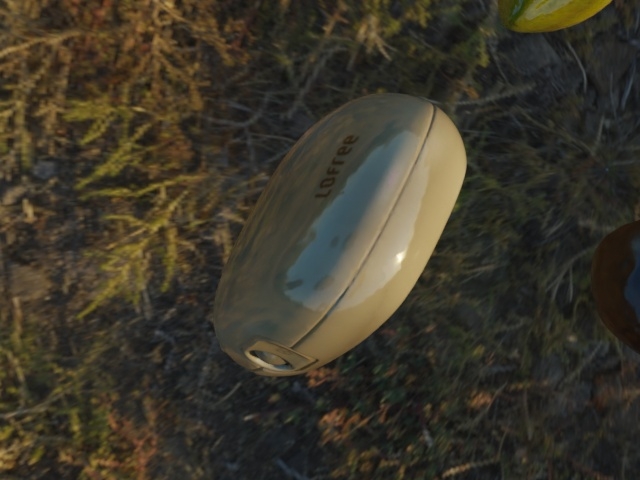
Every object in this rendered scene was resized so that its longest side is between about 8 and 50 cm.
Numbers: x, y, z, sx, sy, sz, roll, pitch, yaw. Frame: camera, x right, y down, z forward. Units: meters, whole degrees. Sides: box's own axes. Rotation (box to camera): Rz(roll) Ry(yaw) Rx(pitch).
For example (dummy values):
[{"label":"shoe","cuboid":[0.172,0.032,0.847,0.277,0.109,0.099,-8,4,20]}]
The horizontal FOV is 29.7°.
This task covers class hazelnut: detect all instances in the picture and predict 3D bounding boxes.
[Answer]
[{"label":"hazelnut","cuboid":[0.339,0.036,1.054,0.201,0.160,0.170,19,120,-1]}]

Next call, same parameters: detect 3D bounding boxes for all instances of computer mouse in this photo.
[{"label":"computer mouse","cuboid":[0.000,0.000,0.670,0.082,0.236,0.145,29,71,-9]}]

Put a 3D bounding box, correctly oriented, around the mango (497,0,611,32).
[{"label":"mango","cuboid":[0.203,-0.249,0.732,0.119,0.176,0.317,41,70,-18]}]
